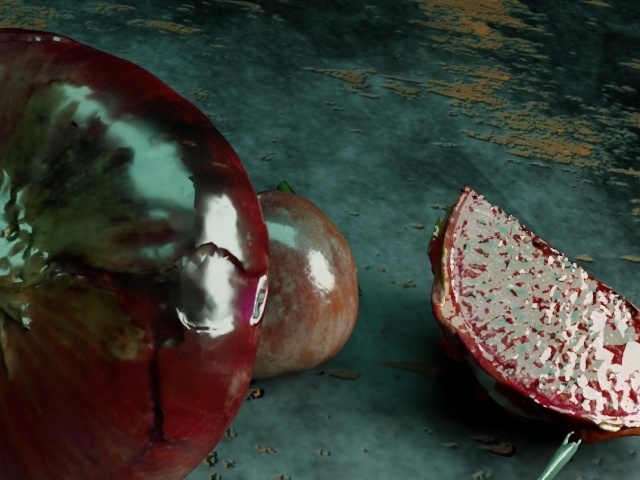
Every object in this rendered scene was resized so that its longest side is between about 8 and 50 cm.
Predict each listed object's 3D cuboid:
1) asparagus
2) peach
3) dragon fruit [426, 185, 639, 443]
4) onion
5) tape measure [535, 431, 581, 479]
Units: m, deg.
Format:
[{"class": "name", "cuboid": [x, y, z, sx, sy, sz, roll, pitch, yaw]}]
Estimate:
[{"class": "asparagus", "cuboid": [0.000, 0.000, 1.342, 0.016, 0.016, 0.163, 17, 29, -43]}, {"class": "peach", "cuboid": [-0.045, 0.027, 1.189, 0.152, 0.152, 0.152, 9, 39, -7]}, {"class": "dragon fruit", "cuboid": [0.180, 0.097, 1.213, 0.274, 0.161, 0.126, 36, 75, 8]}, {"class": "onion", "cuboid": [-0.193, 0.031, 1.051, 0.347, 0.347, 0.285, 25, -4, 12]}, {"class": "tape measure", "cuboid": [0.204, 0.283, 1.003, 0.164, 0.084, 0.330, 13, 40, -7]}]
